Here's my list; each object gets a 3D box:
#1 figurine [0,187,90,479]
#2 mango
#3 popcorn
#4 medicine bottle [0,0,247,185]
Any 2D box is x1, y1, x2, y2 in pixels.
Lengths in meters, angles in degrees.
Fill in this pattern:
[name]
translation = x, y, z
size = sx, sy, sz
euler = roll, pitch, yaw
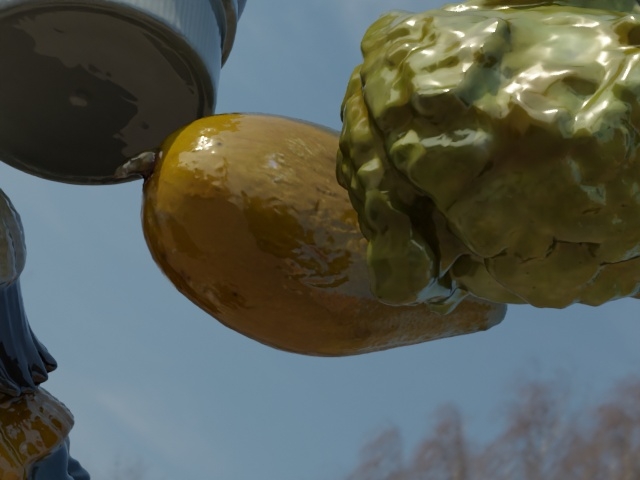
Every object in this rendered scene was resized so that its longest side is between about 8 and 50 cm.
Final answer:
[figurine]
translation = -0.262, 0.085, 1.242
size = 0.332, 0.204, 0.185
euler = 47, 1, -14
[mango]
translation = 0.000, 0.000, 1.184
size = 0.317, 0.176, 0.119
euler = 14, -37, -25
[popcorn]
translation = 0.121, -0.054, 0.961
size = 0.256, 0.255, 0.195
euler = 2, -55, 46
[medicine bottle]
translation = -0.175, -0.220, 1.300
size = 0.245, 0.306, 0.245
euler = 0, -39, 0
